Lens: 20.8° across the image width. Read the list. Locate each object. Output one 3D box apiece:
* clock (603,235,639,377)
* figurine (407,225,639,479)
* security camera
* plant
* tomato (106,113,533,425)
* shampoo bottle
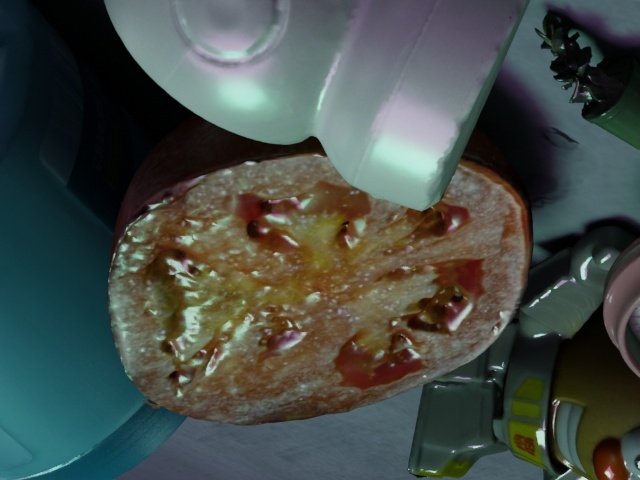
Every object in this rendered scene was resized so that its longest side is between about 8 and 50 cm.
[{"bbox_3d":[0.318,0.046,1.205,0.244,0.056,0.244,4,146,2],"label":"clock"},{"bbox_3d":[0.214,0.126,1.416,0.285,0.167,0.342,8,153,22],"label":"figurine"},{"bbox_3d":[-0.005,-0.143,0.968,0.236,0.194,0.194,25,159,2],"label":"security camera"},{"bbox_3d":[0.171,-0.100,1.078,0.102,0.051,0.051,35,157,-15],"label":"plant"},{"bbox_3d":[-0.007,-0.008,1.274,0.338,0.143,0.338,-8,144,-6],"label":"tomato"},{"bbox_3d":[-0.286,-0.006,1.373,0.331,0.331,0.342,9,154,32],"label":"shampoo bottle"}]
